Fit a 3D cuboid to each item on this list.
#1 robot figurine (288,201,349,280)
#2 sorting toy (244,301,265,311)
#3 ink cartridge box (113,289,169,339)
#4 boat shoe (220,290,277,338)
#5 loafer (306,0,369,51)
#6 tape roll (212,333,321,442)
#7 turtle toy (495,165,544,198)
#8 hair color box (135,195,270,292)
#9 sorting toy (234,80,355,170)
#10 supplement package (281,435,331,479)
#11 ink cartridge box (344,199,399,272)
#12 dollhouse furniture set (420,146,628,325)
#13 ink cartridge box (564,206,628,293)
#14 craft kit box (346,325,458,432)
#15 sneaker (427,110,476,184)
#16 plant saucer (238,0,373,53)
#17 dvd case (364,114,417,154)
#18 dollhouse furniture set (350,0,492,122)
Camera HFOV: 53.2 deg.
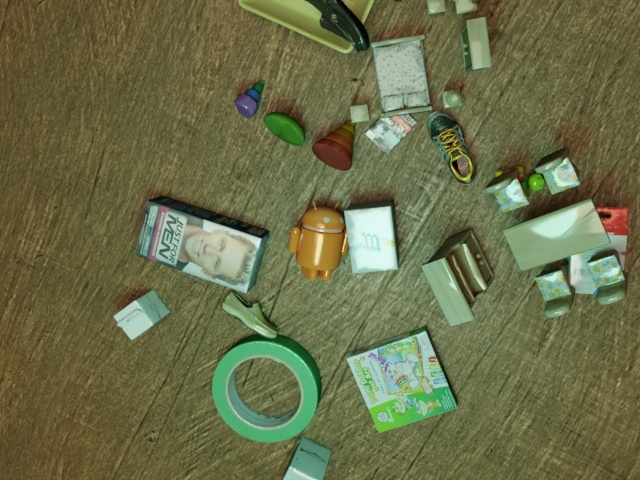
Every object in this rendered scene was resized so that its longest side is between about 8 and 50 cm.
[{"bbox_3d":[-0.001,0.000,1.765,0.158,0.128,0.219,10,103,8],"label":"robot figurine"},{"bbox_3d":[-0.205,0.215,1.904,0.083,0.012,0.062,-40,92,15],"label":"sorting toy"},{"bbox_3d":[-0.532,0.222,1.894,0.092,0.143,0.090,-36,93,15],"label":"ink cartridge box"},{"bbox_3d":[-0.199,0.214,1.865,0.190,0.068,0.072,31,93,5],"label":"boat shoe"},{"bbox_3d":[0.040,-0.552,1.598,0.078,0.080,0.220,-38,88,24],"label":"loafer"},{"bbox_3d":[-0.160,0.440,1.910,0.321,0.077,0.321,2,102,10],"label":"tape roll"},{"bbox_3d":[0.520,-0.145,1.678,0.130,0.066,0.095,-12,99,12],"label":"turtle toy"},{"bbox_3d":[-0.339,0.008,1.838,0.347,0.105,0.173,18,104,5],"label":"hair color box"},{"bbox_3d":[-0.050,-0.331,1.739,0.366,0.127,0.126,29,75,6],"label":"sorting toy"},{"bbox_3d":[-0.046,0.682,1.885,0.105,0.179,0.105,25,105,4],"label":"supplement package"},{"bbox_3d":[0.143,-0.012,1.738,0.127,0.128,0.176,-5,101,11],"label":"ink cartridge box"},{"bbox_3d":[0.486,0.031,1.564,0.394,0.256,0.362,-23,98,33],"label":"dollhouse furniture set"},{"bbox_3d":[0.718,0.021,1.671,0.134,0.078,0.231,3,102,10],"label":"ink cartridge box"},{"bbox_3d":[0.236,0.402,1.846,0.247,0.061,0.249,-22,97,16],"label":"craft kit box"},{"bbox_3d":[0.350,-0.244,1.679,0.084,0.083,0.214,-30,94,16],"label":"sneaker"},{"bbox_3d":[0.000,-0.697,1.649,0.333,0.081,0.332,26,104,4],"label":"plant saucer"},{"bbox_3d":[0.190,-0.304,1.730,0.087,0.013,0.119,42,104,-1],"label":"dvd case"},{"bbox_3d":[0.229,-0.471,1.596,0.356,0.174,0.303,-8,99,7],"label":"dollhouse furniture set"}]
